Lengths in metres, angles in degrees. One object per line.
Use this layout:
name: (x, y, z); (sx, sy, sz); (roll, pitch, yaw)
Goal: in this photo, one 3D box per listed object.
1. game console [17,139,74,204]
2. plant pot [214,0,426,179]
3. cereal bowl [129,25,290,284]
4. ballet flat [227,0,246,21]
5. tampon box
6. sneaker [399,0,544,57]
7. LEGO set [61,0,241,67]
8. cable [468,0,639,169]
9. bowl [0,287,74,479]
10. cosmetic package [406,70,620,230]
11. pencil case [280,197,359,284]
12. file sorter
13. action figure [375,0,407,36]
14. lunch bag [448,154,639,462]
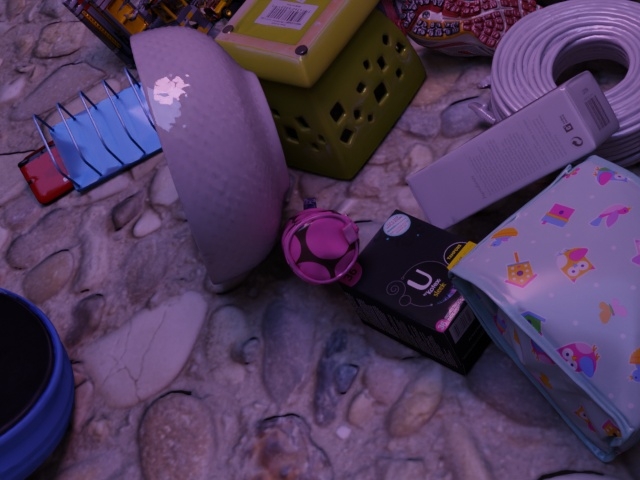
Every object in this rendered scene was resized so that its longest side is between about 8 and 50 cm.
game console: (-0.417, -0.134, 1.631); (0.144, 0.085, 0.124); (-32, 78, -2)
plant pot: (-0.015, -0.253, 1.410); (0.228, 0.207, 0.227); (20, 63, 34)
cereal bowl: (-0.129, -0.121, 1.282); (0.141, 0.339, 0.339); (-17, 47, -6)
ballet flat: (-0.069, -0.412, 1.665); (0.203, 0.074, 0.074); (-23, 47, -2)
tampon box: (0.128, 0.059, 1.160); (0.161, 0.101, 0.120); (25, 67, 37)
sneaker: (0.230, -0.307, 1.421); (0.225, 0.093, 0.088); (13, 83, 12)
LEGO set: (-0.278, -0.438, 1.634); (0.255, 0.192, 0.331); (-54, 30, -14)
cable: (0.348, -0.208, 1.271); (0.257, 0.089, 0.257); (-36, 54, -7)
bowl: (-0.514, 0.185, 1.251); (0.391, 0.077, 0.391); (4, 35, -3)
cosmetic package: (0.227, -0.103, 1.171); (0.231, 0.085, 0.117); (-29, 1, 35)
pencil case: (0.000, 0.000, 1.205); (0.098, 0.095, 0.209); (-17, 7, -2)
file sorter: (-0.341, -0.175, 1.534); (0.170, 0.104, 0.118); (-27, 78, -1)
action figure: (0.063, -0.476, 1.495); (0.248, 0.276, 0.370); (-21, 86, 12)
lunch bag: (0.291, 0.058, 1.024); (0.223, 0.160, 0.262); (-39, 66, -8)
